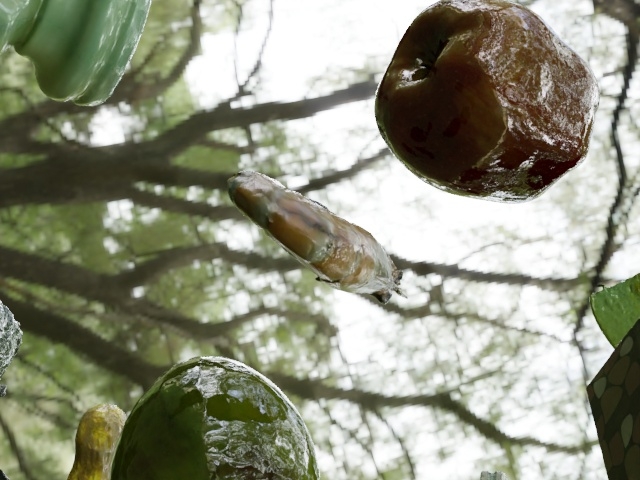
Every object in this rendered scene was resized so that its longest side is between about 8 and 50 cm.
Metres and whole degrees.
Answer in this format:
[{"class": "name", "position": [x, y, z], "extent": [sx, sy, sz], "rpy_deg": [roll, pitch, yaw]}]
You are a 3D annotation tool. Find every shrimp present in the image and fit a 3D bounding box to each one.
[{"class": "shrimp", "position": [0.000, 0.000, 1.134], "extent": [0.152, 0.063, 0.287], "rpy_deg": [33, 0, 25]}]

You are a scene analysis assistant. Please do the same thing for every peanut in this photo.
[{"class": "peanut", "position": [-0.341, 0.350, 1.857], "extent": [0.087, 0.087, 0.207], "rpy_deg": [27, -73, 64]}]

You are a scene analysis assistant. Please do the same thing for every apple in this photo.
[{"class": "apple", "position": [0.232, -0.197, 1.720], "extent": [0.288, 0.316, 0.288], "rpy_deg": [-34, -135, 41]}]

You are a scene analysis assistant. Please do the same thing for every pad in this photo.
[{"class": "pad", "position": [0.417, 0.233, 1.640], "extent": [0.235, 0.003, 0.158], "rpy_deg": [-90, -159, -51]}]

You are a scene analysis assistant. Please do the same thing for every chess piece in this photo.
[{"class": "chess piece", "position": [-0.310, -0.242, 1.080], "extent": [0.175, 0.298, 0.176], "rpy_deg": [-38, -138, 45]}]

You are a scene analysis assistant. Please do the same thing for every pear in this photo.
[{"class": "pear", "position": [0.598, 0.136, 1.914], "extent": [0.239, 0.288, 0.139], "rpy_deg": [66, 5, 21]}]

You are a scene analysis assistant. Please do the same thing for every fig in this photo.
[{"class": "fig", "position": [-0.107, 0.213, 1.183], "extent": [0.225, 0.202, 0.203], "rpy_deg": [-115, -158, -59]}]

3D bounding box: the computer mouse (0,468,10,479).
[{"class": "computer mouse", "position": [-0.543, 0.405, 1.949], "extent": [0.295, 0.087, 0.168], "rpy_deg": [37, -28, 30]}]

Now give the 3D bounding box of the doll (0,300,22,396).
[{"class": "doll", "position": [-0.519, 0.184, 1.430], "extent": [0.247, 0.349, 0.247], "rpy_deg": [41, -7, 6]}]

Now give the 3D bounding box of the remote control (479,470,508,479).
[{"class": "remote control", "position": [0.359, 0.547, 2.336], "extent": [0.277, 0.055, 0.103], "rpy_deg": [59, 36, -50]}]
